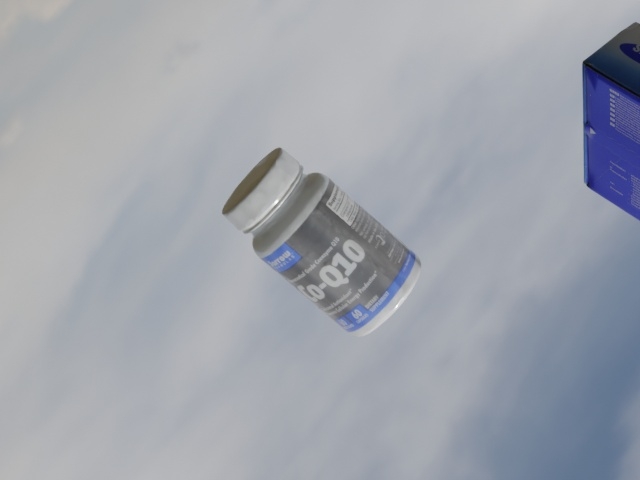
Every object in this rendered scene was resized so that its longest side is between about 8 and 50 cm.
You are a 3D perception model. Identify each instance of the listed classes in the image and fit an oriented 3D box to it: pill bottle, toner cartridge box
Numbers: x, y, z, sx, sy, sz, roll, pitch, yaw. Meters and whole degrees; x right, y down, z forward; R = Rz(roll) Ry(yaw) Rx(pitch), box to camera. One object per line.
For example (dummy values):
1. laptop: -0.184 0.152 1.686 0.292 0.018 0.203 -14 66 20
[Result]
1. pill bottle: 0.000 0.000 1.201 0.078 0.137 0.078 -47 -167 14
2. toner cartridge box: 0.378 -0.037 1.412 0.075 0.165 0.348 -37 -126 -22
